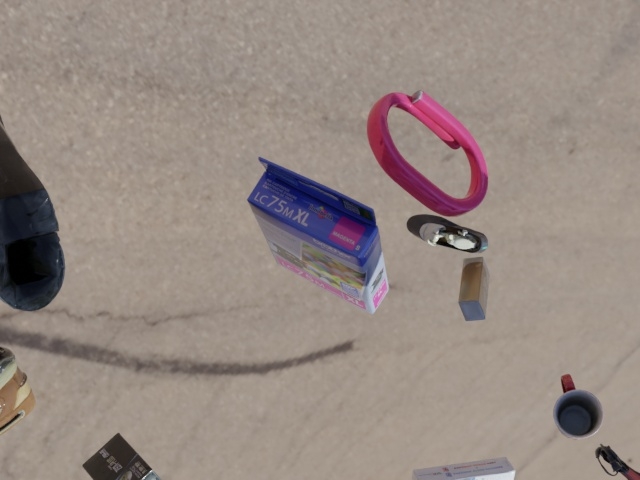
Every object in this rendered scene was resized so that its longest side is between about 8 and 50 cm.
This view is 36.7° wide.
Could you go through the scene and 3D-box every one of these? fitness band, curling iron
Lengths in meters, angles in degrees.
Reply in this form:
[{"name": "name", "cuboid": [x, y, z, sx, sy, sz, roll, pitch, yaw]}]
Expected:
[{"name": "fitness band", "cuboid": [0.213, -0.171, 1.883, 0.291, 0.209, 0.054, 36, 141, -22]}, {"name": "curling iron", "cuboid": [0.627, 0.484, 1.879, 0.274, 0.068, 0.035, 40, 111, -19]}]

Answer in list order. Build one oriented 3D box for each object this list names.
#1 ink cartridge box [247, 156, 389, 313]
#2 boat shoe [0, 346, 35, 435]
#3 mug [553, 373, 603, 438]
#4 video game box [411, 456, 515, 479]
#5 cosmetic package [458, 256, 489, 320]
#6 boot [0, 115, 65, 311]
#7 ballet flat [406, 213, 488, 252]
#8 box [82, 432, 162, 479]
[{"name": "ink cartridge box", "cuboid": [0.000, 0.000, 1.403, 0.065, 0.186, 0.311, -58, 163, -17]}, {"name": "boat shoe", "cuboid": [-0.520, 0.280, 1.278, 0.324, 0.122, 0.120, -38, 120, -16]}, {"name": "mug", "cuboid": [0.618, 0.407, 2.312, 0.169, 0.113, 0.150, 54, 50, -69]}, {"name": "video game box", "cuboid": [0.250, 0.499, 1.777, 0.187, 0.048, 0.205, -5, 120, -18]}, {"name": "cosmetic package", "cuboid": [0.295, 0.092, 1.852, 0.041, 0.115, 0.060, -7, 135, 22]}, {"name": "boot", "cuboid": [-0.476, -0.058, 1.436, 0.146, 0.445, 0.367, -31, 141, -16]}, {"name": "ballet flat", "cuboid": [0.300, -0.013, 2.308, 0.074, 0.203, 0.074, 17, 90, -79]}, {"name": "box", "cuboid": [-0.269, 0.408, 1.507, 0.077, 0.147, 0.180, -42, 122, -17]}]
